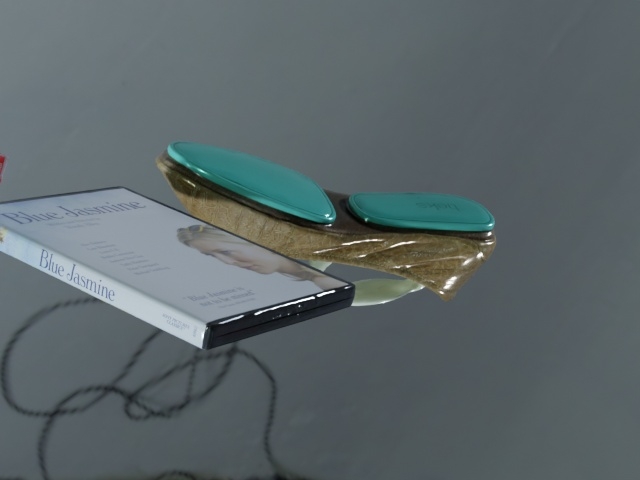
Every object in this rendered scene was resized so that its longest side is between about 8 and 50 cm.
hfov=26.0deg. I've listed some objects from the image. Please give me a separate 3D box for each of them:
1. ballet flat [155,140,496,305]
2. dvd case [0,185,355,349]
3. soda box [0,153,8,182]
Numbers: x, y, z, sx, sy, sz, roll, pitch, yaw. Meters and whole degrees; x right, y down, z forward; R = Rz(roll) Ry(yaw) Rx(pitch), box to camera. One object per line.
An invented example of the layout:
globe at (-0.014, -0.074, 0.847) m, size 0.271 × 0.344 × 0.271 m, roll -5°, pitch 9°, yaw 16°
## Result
ballet flat at (0.000, 0.000, 1.297) m, size 0.342 × 0.116 × 0.124 m, roll 9°, pitch 115°, yaw -24°
dvd case at (-0.123, 0.013, 1.054) m, size 0.180 × 0.253 × 0.022 m, roll -13°, pitch 120°, yaw -54°
soda box at (-0.482, -0.091, 1.496) m, size 0.263 × 0.092 × 0.083 m, roll 18°, pitch 85°, yaw -31°
